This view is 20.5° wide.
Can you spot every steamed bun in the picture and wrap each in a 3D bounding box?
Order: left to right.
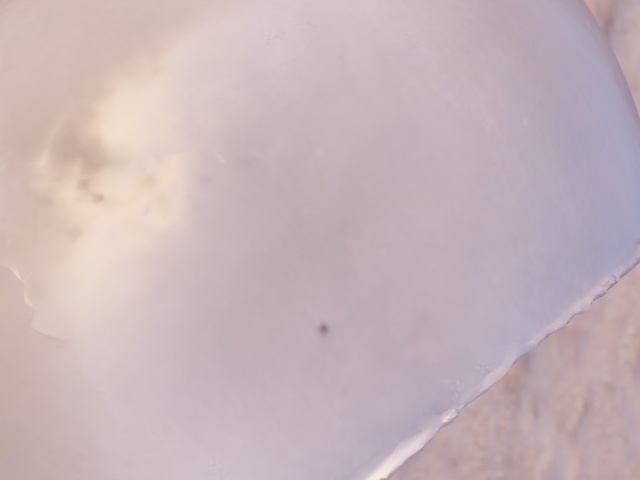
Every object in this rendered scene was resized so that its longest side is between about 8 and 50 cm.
[{"bbox_3d":[-0.045,0.007,0.619,0.206,0.324,0.324,49,32,6],"label":"steamed bun"}]
